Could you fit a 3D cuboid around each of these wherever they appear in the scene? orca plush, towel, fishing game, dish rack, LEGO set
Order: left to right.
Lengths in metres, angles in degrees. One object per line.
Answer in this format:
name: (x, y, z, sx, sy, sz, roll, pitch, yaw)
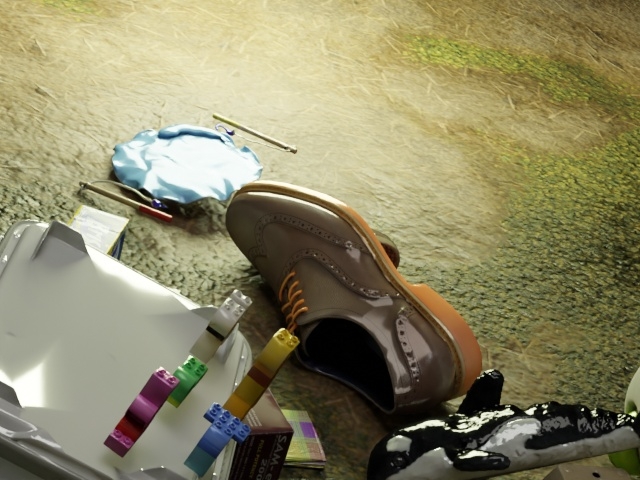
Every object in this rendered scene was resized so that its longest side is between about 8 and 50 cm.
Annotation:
dish rack: (-0.184, 0.111, 1.369, 0.285, 0.072, 0.333, 30, 29, -11)
fishing game: (-0.166, -0.087, 1.972, 0.189, 0.041, 0.264, 22, 34, 24)
LEGO set: (-0.075, 0.107, 1.316, 0.087, 0.093, 0.227, 36, 28, 2)
towel: (-0.031, 0.195, 1.585, 0.060, 0.009, 0.083, 5, 31, -19)
orca plush: (0.180, 0.169, 1.535, 0.287, 0.102, 0.151, -15, -12, 18)

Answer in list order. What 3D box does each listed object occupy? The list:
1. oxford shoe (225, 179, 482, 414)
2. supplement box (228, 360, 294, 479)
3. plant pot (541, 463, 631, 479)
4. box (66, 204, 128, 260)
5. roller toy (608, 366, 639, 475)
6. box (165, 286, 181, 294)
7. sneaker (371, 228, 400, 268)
oxford shoe: (0.004, 0.054, 1.731, 0.133, 0.130, 0.364, -22, 47, -40)
supplement box: (-0.161, 0.168, 1.498, 0.239, 0.073, 0.130, 0, 34, -27)
plant pot: (0.250, 0.271, 1.512, 0.109, 0.096, 0.109, 6, 31, -18)
box: (-0.258, 0.028, 1.708, 0.059, 0.054, 0.169, 18, 30, 3)
roller toy: (0.416, 0.193, 1.628, 0.191, 0.209, 0.146, 22, 27, -20)
box: (-0.190, 0.079, 1.646, 0.083, 0.062, 0.052, 13, 28, -8)
sneaker: (0.000, 0.000, 1.899, 0.188, 0.066, 0.071, 19, 12, -7)
